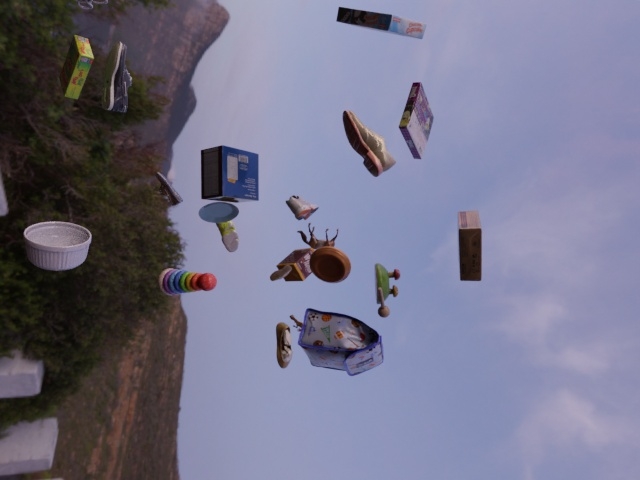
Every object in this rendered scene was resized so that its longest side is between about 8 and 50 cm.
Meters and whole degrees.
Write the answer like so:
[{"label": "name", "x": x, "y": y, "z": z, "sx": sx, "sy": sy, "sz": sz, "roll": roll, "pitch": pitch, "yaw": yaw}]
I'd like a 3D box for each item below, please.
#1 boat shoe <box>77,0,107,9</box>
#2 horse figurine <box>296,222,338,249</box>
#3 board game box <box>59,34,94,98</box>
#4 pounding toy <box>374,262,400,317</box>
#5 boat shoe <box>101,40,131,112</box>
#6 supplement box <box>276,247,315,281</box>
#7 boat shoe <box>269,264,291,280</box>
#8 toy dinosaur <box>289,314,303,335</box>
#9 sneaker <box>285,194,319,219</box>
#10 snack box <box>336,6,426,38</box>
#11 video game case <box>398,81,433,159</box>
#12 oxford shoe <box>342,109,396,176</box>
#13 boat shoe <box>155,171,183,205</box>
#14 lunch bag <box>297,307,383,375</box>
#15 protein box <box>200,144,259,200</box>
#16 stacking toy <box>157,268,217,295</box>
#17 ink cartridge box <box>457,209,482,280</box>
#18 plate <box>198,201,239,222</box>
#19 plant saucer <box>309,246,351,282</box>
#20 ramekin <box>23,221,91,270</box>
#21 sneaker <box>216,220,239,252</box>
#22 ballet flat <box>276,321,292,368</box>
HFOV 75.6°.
[{"label": "boat shoe", "x": -0.708, "y": -0.770, "z": 1.228, "sx": 0.156, "sy": 0.136, "sz": 0.367, "roll": 92, "pitch": -4, "yaw": -46}, {"label": "horse figurine", "x": 0.000, "y": 0.000, "z": 2.300, "sx": 0.066, "sy": 0.264, "sz": 0.174, "roll": -49, "pitch": 146, "yaw": -56}, {"label": "board game box", "x": -0.807, "y": -0.568, "z": 1.360, "sx": 0.181, "sy": 0.043, "sz": 0.092, "roll": -40, "pitch": -114, "yaw": 35}, {"label": "pounding toy", "x": 0.297, "y": 0.203, "z": 1.798, "sx": 0.236, "sy": 0.110, "sz": 0.182, "roll": -86, "pitch": 172, "yaw": -57}, {"label": "boat shoe", "x": -0.702, "y": -0.566, "z": 1.436, "sx": 0.084, "sy": 0.079, "sz": 0.232, "roll": 20, "pitch": -77, "yaw": 37}, {"label": "supplement box", "x": -0.138, "y": 0.156, "z": 2.661, "sx": 0.191, "sy": 0.194, "sz": 0.129, "roll": -8, "pitch": -63, "yaw": 48}, {"label": "boat shoe", "x": -0.199, "y": 0.172, "z": 2.066, "sx": 0.050, "sy": 0.135, "sz": 0.045, "roll": 44, "pitch": -41, "yaw": 22}, {"label": "toy dinosaur", "x": -0.086, "y": 0.491, "z": 2.328, "sx": 0.064, "sy": 0.212, "sz": 0.112, "roll": -70, "pitch": -177, "yaw": -58}, {"label": "sneaker", "x": -0.091, "y": -0.170, "z": 1.997, "sx": 0.099, "sy": 0.121, "sz": 0.262, "roll": -43, "pitch": 174, "yaw": 9}, {"label": "snack box", "x": 0.230, "y": -0.851, "z": 1.610, "sx": 0.322, "sy": 0.187, "sz": 0.060, "roll": 40, "pitch": -52, "yaw": 43}, {"label": "video game case", "x": 0.392, "y": -0.478, "z": 1.667, "sx": 0.042, "sy": 0.232, "sz": 0.210, "roll": 11, "pitch": -105, "yaw": 32}, {"label": "oxford shoe", "x": 0.251, "y": -0.530, "z": 2.189, "sx": 0.396, "sy": 0.147, "sz": 0.140, "roll": 61, "pitch": -13, "yaw": 4}, {"label": "boat shoe", "x": -0.762, "y": -0.250, "z": 2.039, "sx": 0.066, "sy": 0.183, "sz": 0.066, "roll": -35, "pitch": -161, "yaw": -5}, {"label": "lunch bag", "x": 0.117, "y": 0.518, "z": 2.041, "sx": 0.327, "sy": 0.386, "sz": 0.238, "roll": 73, "pitch": 26, "yaw": -56}, {"label": "protein box", "x": -0.370, "y": -0.266, "z": 1.699, "sx": 0.136, "sy": 0.200, "sz": 0.201, "roll": -1, "pitch": -91, "yaw": 37}, {"label": "stacking toy", "x": -0.648, "y": 0.204, "z": 2.055, "sx": 0.331, "sy": 0.141, "sz": 0.141, "roll": -5, "pitch": -105, "yaw": 29}, {"label": "ink cartridge box", "x": 0.604, "y": 0.019, "z": 1.674, "sx": 0.193, "sy": 0.088, "sz": 0.234, "roll": -59, "pitch": 143, "yaw": -61}, {"label": "plate", "x": -0.483, "y": -0.139, "z": 1.963, "sx": 0.188, "sy": 0.188, "sz": 0.024, "roll": -49, "pitch": -134, "yaw": 49}, {"label": "plant saucer", "x": 0.042, "y": 0.120, "z": 1.910, "sx": 0.200, "sy": 0.200, "sz": 0.037, "roll": -63, "pitch": 180, "yaw": 34}, {"label": "ramekin", "x": -0.955, "y": 0.022, "z": 1.501, "sx": 0.207, "sy": 0.207, "sz": 0.109, "roll": -125, "pitch": -131, "yaw": -57}, {"label": "sneaker", "x": -0.506, "y": -0.057, "z": 2.224, "sx": 0.126, "sy": 0.091, "sz": 0.240, "roll": -161, "pitch": -123, "yaw": -66}, {"label": "ballet flat", "x": -0.165, "y": 0.497, "z": 1.921, "sx": 0.073, "sy": 0.080, "sz": 0.232, "roll": 5, "pitch": -74, "yaw": 45}]
